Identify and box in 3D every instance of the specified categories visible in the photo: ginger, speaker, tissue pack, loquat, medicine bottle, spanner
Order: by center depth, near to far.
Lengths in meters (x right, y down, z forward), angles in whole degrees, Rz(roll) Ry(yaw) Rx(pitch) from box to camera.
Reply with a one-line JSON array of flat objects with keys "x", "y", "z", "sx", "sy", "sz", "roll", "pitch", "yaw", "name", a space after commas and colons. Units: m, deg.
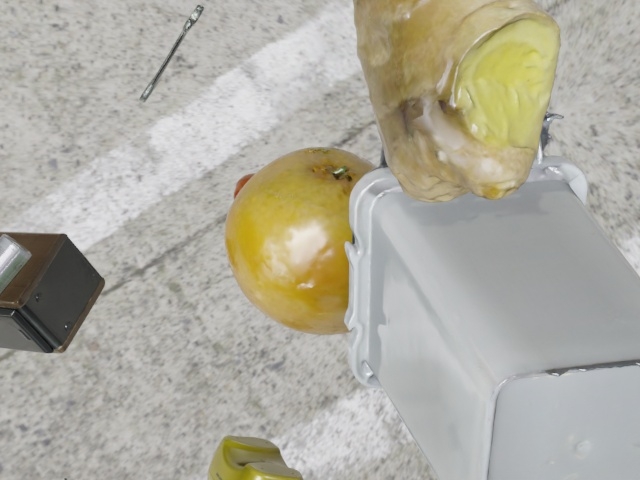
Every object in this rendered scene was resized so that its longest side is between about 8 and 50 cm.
[{"x": 0.029, "y": -0.146, "z": 0.516, "sx": 0.086, "sy": 0.131, "sz": 0.294, "roll": -23, "pitch": 70, "yaw": -25, "name": "ginger"}, {"x": 0.000, "y": 0.000, "z": 1.318, "sx": 0.263, "sy": 0.263, "sz": 0.263, "roll": 2, "pitch": 97, "yaw": 13, "name": "loquat"}, {"x": -0.532, "y": 0.084, "z": 1.499, "sx": 0.058, "sy": 0.057, "sz": 0.199, "roll": 37, "pitch": 83, "yaw": 6, "name": "medicine bottle"}, {"x": -0.109, "y": 0.398, "z": 1.544, "sx": 0.123, "sy": 0.178, "sz": 0.127, "roll": 13, "pitch": 98, "yaw": -26, "name": "tissue pack"}, {"x": -0.261, "y": -0.322, "z": 1.681, "sx": 0.015, "sy": 0.054, "sz": 0.254, "roll": 35, "pitch": 140, "yaw": -10, "name": "spanner"}, {"x": -0.545, "y": 0.088, "z": 1.740, "sx": 0.231, "sy": 0.192, "sz": 0.153, "roll": 1, "pitch": 141, "yaw": 29, "name": "speaker"}]

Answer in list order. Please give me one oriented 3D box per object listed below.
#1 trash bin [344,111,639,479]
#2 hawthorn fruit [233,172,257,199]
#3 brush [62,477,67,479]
[{"x": 0.172, "y": 0.071, "z": 0.877, "sx": 0.256, "sy": 0.367, "sz": 0.296, "roll": -3, "pitch": 116, "yaw": -10, "name": "trash bin"}, {"x": -0.087, "y": -0.069, "z": 1.537, "sx": 0.093, "sy": 0.081, "sz": 0.081, "roll": -8, "pitch": 95, "yaw": 23, "name": "hawthorn fruit"}, {"x": -0.476, "y": 0.491, "z": 1.701, "sx": 0.030, "sy": 0.033, "sz": 0.178, "roll": 21, "pitch": 112, "yaw": -28, "name": "brush"}]
